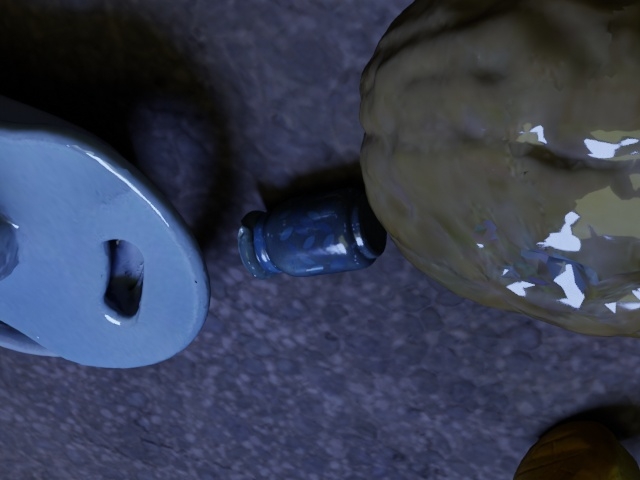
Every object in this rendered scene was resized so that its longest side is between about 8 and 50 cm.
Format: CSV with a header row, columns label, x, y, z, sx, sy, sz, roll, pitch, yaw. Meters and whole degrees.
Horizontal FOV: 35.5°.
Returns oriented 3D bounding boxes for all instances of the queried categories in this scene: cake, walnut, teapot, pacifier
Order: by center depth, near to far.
label,x,y,z,sx,sy,sz,roll,pitch,yaw
walnut,0.127,-0.051,0.406,0.245,0.198,0.198,6,132,42
pacifier,-0.223,0.028,0.576,0.299,0.233,0.244,21,135,4
teapot,-0.001,-0.004,0.599,0.083,0.063,0.049,-8,93,29
cake,0.162,0.157,0.640,0.044,0.084,0.084,42,129,-18
